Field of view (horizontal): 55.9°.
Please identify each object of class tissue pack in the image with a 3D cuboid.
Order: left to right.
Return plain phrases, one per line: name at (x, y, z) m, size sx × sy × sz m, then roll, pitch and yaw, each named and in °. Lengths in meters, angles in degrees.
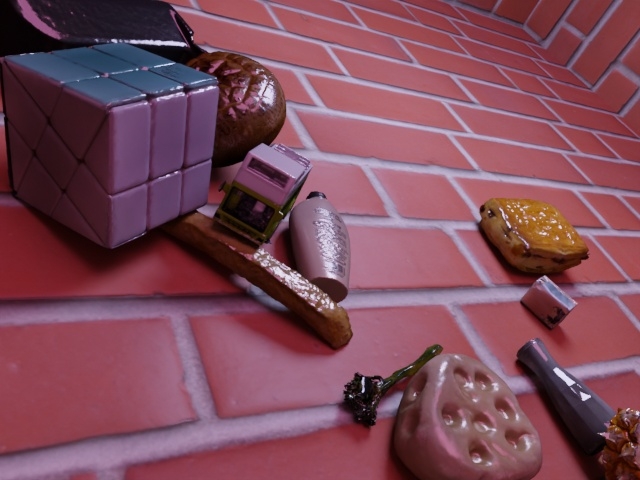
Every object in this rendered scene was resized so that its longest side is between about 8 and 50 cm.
tissue pack at (0.491, 0.132, 1.301) m, size 0.058 × 0.074 × 0.094 m, roll -20°, pitch 56°, yaw -43°

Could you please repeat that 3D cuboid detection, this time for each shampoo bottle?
shampoo bottle at (0.000, 0.000, 1.110) m, size 0.127 × 0.078 × 0.257 m, roll 20°, pitch 39°, yaw -21°

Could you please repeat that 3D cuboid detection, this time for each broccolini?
broccolini at (0.120, 0.223, 0.982) m, size 0.057 × 0.071 × 0.254 m, roll 2°, pitch 10°, yaw 37°

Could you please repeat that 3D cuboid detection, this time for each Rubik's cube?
Rubik's cube at (-0.312, -0.156, 0.917) m, size 0.231 × 0.221 × 0.224 m, roll 26°, pitch 33°, yaw 23°

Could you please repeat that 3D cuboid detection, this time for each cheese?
cheese at (0.216, 0.283, 0.895) m, size 0.218 × 0.117 × 0.235 m, roll 43°, pitch 40°, yaw 12°

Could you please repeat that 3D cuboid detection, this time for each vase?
vase at (0.448, 0.276, 1.100) m, size 0.086 × 0.086 × 0.214 m, roll -2°, pitch 42°, yaw -36°

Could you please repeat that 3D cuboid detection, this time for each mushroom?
mushroom at (-0.194, -0.254, 1.173) m, size 0.253 × 0.153 × 0.253 m, roll -3°, pitch 61°, yaw 6°

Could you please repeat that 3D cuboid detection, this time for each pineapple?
pineapple at (0.534, 0.392, 0.986) m, size 0.233 × 0.079 × 0.135 m, roll 44°, pitch 61°, yaw -15°

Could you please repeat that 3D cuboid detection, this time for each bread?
bread at (0.514, -0.008, 1.467) m, size 0.235 × 0.099 × 0.210 m, roll 3°, pitch 42°, yaw -25°

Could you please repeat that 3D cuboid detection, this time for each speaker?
speaker at (-0.408, -0.360, 1.178) m, size 0.388 × 0.180 × 0.184 m, roll -14°, pitch 60°, yaw -44°

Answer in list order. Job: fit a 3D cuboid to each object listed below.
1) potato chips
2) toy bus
potato chips at (-0.114, 0.042, 0.987) m, size 0.407 × 0.080 × 0.057 m, roll 33°, pitch 46°, yaw 5°
toy bus at (-0.089, -0.101, 1.080) m, size 0.113 × 0.139 × 0.302 m, roll 30°, pitch 19°, yaw -2°
